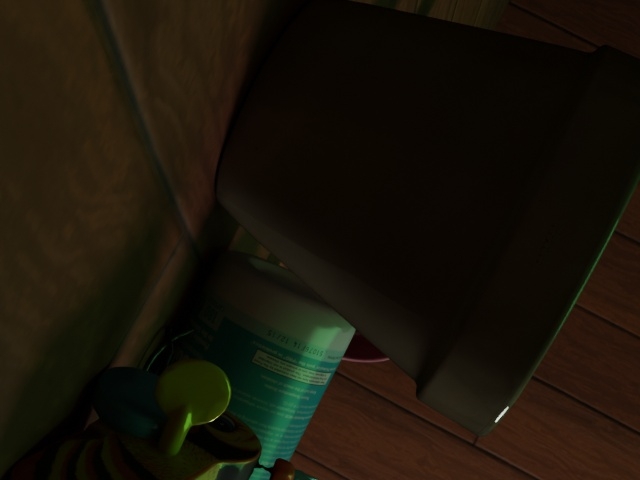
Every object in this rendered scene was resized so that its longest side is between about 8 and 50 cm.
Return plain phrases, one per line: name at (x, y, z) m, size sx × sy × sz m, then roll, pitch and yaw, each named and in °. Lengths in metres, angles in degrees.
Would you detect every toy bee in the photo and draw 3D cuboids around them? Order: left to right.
toy bee at (-0.103, 0.158, 0.894) m, size 0.298 × 0.162 × 0.195 m, roll -56°, pitch 170°, yaw -48°

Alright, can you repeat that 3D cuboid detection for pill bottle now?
pill bottle at (-0.085, 0.153, 1.100) m, size 0.264 × 0.146 × 0.146 m, roll -63°, pitch 174°, yaw 6°

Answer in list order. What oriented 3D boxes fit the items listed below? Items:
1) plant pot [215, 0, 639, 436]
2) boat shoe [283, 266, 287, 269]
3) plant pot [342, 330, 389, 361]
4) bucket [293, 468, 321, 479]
plant pot at (0.080, -0.048, 0.959) m, size 0.323 × 0.280 × 0.323 m, roll -62°, pitch 175°, yaw -10°
boat shoe at (-0.046, 0.059, 1.489) m, size 0.045 × 0.050 × 0.135 m, roll -58°, pitch 175°, yaw 12°
plant pot at (0.063, 0.061, 1.856) m, size 0.201 × 0.201 × 0.180 m, roll 110°, pitch -6°, yaw -53°
bucket at (-0.137, 0.358, 1.401) m, size 0.281 × 0.183 × 0.281 m, roll -61°, pitch 174°, yaw -12°
